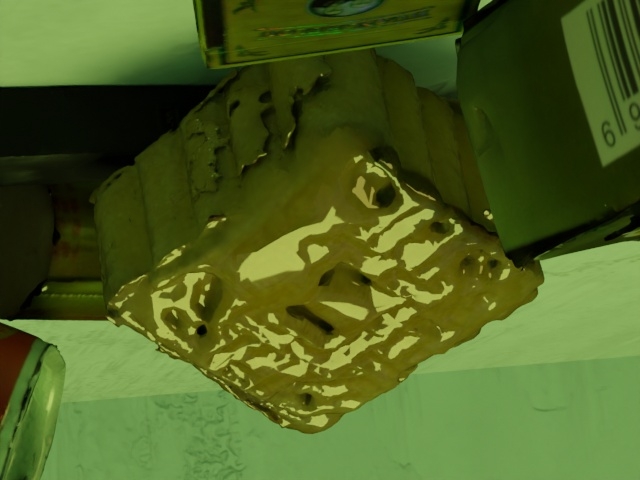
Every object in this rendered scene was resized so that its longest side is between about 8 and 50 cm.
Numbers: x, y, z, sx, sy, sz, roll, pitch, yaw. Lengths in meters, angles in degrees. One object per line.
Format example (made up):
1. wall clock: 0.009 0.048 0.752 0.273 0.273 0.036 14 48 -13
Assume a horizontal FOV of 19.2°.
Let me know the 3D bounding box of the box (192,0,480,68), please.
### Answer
1. box: 0.008 -0.144 0.858 0.141 0.064 0.220 -8 170 -4

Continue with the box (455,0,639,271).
1. box: 0.325 -0.120 0.847 0.420 0.138 0.373 -11 170 -27

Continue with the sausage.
1. sausage: -0.108 0.001 1.363 0.317 0.117 0.125 2 -163 -43

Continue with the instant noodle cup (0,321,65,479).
1. instant noodle cup: -0.342 0.125 1.227 0.308 0.294 0.294 16 168 1

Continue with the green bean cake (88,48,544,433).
1. green bean cake: 0.000 0.000 1.157 0.224 0.131 0.230 -35 133 23

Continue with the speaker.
1. speaker: -0.160 -0.064 1.190 0.218 0.044 0.082 -3 168 -22
